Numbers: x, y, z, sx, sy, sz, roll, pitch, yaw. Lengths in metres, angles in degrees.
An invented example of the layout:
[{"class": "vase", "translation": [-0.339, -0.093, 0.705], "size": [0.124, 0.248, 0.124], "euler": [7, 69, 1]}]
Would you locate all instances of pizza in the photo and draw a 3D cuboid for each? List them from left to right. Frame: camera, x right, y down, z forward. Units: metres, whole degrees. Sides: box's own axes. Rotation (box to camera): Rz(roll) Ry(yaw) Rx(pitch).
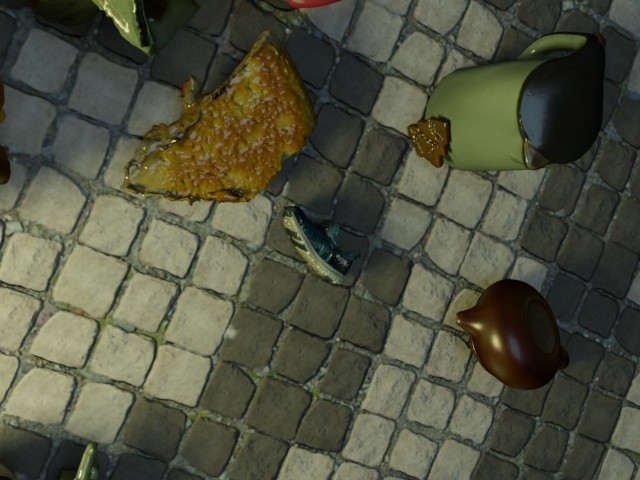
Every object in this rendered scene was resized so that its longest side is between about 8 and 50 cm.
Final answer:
[{"class": "pizza", "translation": [-0.139, -0.141, 1.182], "size": [0.297, 0.071, 0.189], "euler": [-43, 121, -9]}]

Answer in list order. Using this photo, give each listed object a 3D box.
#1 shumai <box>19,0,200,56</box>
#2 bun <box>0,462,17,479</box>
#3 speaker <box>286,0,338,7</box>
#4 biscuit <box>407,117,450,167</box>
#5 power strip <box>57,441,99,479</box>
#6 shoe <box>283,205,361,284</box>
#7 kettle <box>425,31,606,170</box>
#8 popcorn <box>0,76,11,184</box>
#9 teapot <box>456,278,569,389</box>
[{"class": "shumai", "translation": [-0.277, -0.360, 0.935], "size": [0.292, 0.288, 0.330], "euler": [-34, 135, 11]}, {"class": "bun", "translation": [-0.469, 0.345, 1.071], "size": [0.173, 0.120, 0.172], "euler": [-32, 134, -40]}, {"class": "speaker", "translation": [-0.036, -0.447, 1.085], "size": [0.294, 0.294, 0.294], "euler": [-2, 96, -21]}, {"class": "biscuit", "translation": [0.169, -0.153, 1.291], "size": [0.016, 0.092, 0.082], "euler": [-31, 83, -29]}, {"class": "power strip", "translation": [-0.342, 0.408, 1.142], "size": [0.053, 0.093, 0.288], "euler": [12, 91, -19]}, {"class": "shoe", "translation": [0.000, 0.000, 1.254], "size": [0.071, 0.064, 0.143], "euler": [-46, 112, -11]}, {"class": "kettle", "translation": [0.296, -0.207, 1.248], "size": [0.165, 0.255, 0.240], "euler": [34, 82, -19]}, {"class": "popcorn", "translation": [-0.505, -0.103, 0.973], "size": [0.332, 0.225, 0.264], "euler": [-23, 92, 4]}, {"class": "teapot", "translation": [0.311, 0.161, 1.370], "size": [0.252, 0.135, 0.178], "euler": [33, 53, -39]}]
